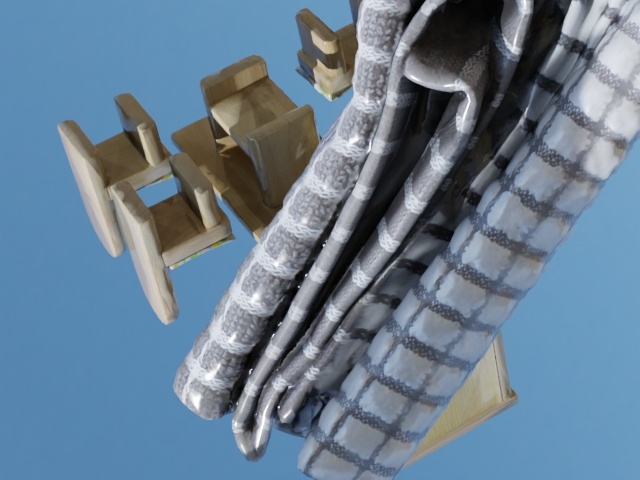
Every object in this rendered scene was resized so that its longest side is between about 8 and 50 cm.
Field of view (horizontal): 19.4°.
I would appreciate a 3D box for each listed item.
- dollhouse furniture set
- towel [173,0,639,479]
[{"bbox_3d":[0.000,0.000,1.116,0.212,0.161,0.242,-27,-136,-15],"label":"dollhouse furniture set"},{"bbox_3d":[0.053,-0.040,0.786,0.121,0.235,0.284,34,-160,4],"label":"towel"}]
